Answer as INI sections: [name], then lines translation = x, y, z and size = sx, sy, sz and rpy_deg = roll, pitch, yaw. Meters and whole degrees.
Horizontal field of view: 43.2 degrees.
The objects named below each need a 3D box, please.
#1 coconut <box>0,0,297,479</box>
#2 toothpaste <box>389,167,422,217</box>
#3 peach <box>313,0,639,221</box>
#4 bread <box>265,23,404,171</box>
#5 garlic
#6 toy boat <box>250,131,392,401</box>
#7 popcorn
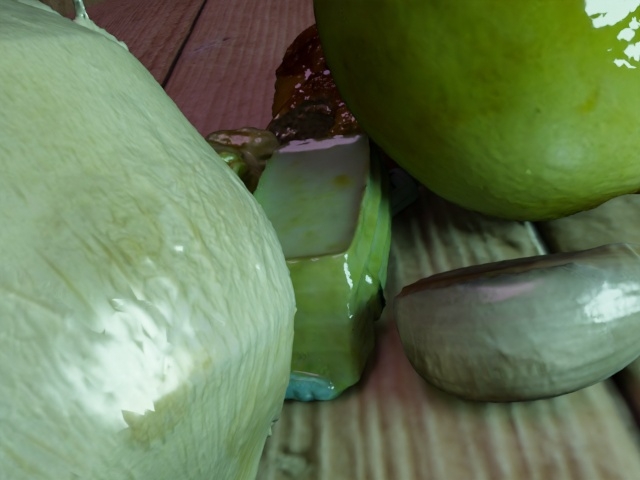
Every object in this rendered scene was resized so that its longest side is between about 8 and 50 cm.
[coconut]
translation = -0.191, 0.061, 0.467
size = 0.346, 0.360, 0.346
rpy_deg = -33, 1, 1
[toothpaste]
translation = 0.011, -0.007, 0.741
size = 0.255, 0.037, 0.067
rpy_deg = -35, 33, -19
[peach]
translation = 0.150, -0.171, 0.642
size = 0.282, 0.315, 0.314
rpy_deg = -37, 17, -21
[bread]
translation = 0.023, -0.171, 0.945
size = 0.185, 0.109, 0.380
rpy_deg = -13, 29, 10
[garlic]
translation = 0.132, 0.050, 0.513
size = 0.196, 0.086, 0.101
rpy_deg = -14, 16, 20
[toy boat]
translation = -0.002, -0.004, 0.649
size = 0.111, 0.084, 0.276
rpy_deg = -7, 39, 17
[popcorn]
translation = -0.104, -0.037, 0.777
size = 0.162, 0.141, 0.135
rpy_deg = -33, 67, 16
